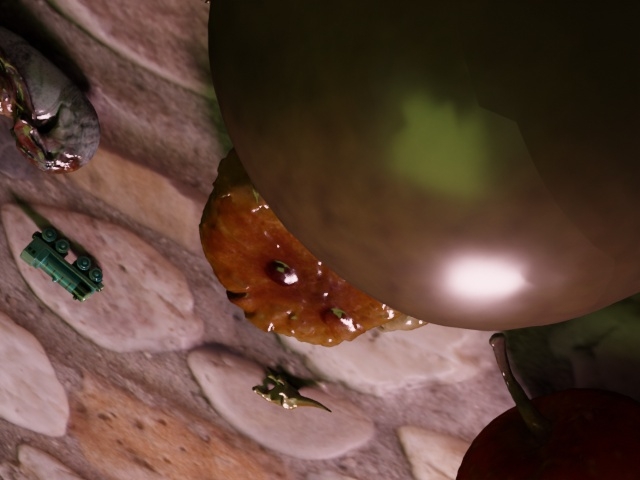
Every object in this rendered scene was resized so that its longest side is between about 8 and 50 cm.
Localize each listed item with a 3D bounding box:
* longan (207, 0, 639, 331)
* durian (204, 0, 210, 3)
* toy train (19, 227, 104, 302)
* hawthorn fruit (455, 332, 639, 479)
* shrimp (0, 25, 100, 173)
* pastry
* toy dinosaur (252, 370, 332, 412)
[{"bbox_3d":[0.088,-0.105,0.663,0.318,0.319,0.319,20,139,18],"label":"longan"},{"bbox_3d":[-0.090,-0.202,0.860,0.080,0.091,0.080,34,138,37],"label":"durian"},{"bbox_3d":[-0.266,0.027,1.253,0.092,0.045,0.029,41,143,-4],"label":"toy train"},{"bbox_3d":[0.220,0.228,0.988,0.231,0.263,0.235,9,173,3],"label":"hawthorn fruit"},{"bbox_3d":[-0.286,-0.153,1.062,0.233,0.079,0.090,45,178,-9],"label":"shrimp"},{"bbox_3d":[0.000,0.000,0.992,0.218,0.100,0.229,-7,127,40],"label":"pastry"},{"bbox_3d":[-0.033,0.157,1.232,0.113,0.026,0.041,-1,136,48],"label":"toy dinosaur"}]
